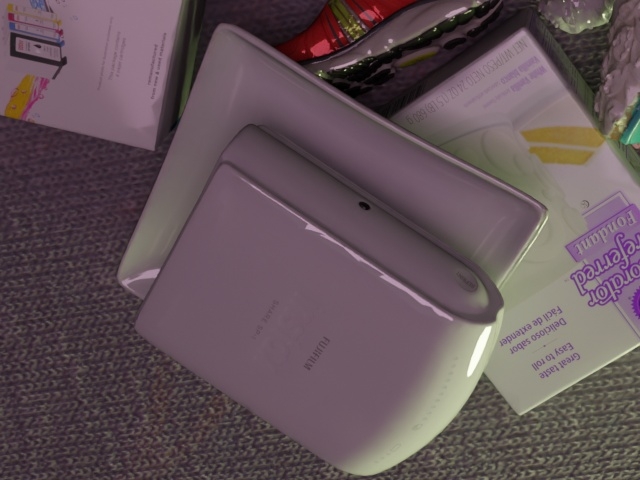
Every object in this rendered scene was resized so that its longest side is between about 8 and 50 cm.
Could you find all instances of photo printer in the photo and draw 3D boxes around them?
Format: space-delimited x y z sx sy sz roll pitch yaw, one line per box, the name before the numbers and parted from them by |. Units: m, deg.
photo printer | 0.003 0.070 1.349 0.307 0.107 0.256 34 127 2

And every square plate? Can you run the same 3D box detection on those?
square plate | 0.000 0.000 1.406 0.347 0.049 0.344 31 127 4

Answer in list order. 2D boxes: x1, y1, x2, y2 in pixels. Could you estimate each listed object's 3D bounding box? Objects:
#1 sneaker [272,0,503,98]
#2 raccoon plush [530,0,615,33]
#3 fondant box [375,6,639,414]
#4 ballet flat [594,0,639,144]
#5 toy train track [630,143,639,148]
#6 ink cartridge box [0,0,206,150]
sneaker | 0.040 -0.216 1.399 0.279 0.107 0.118 -22 76 17
raccoon plush | 0.174 -0.378 1.220 0.216 0.299 0.446 -37 102 14
fondant box | 0.200 -0.025 1.424 0.238 0.096 0.330 -34 103 20
ballet flat | 0.362 -0.276 1.327 0.147 0.147 0.409 37 96 -7
toy train track | 0.335 -0.113 1.441 0.048 0.014 0.083 7 102 10
ink cartridge box | -0.240 -0.205 1.372 0.232 0.171 0.168 13 108 1
